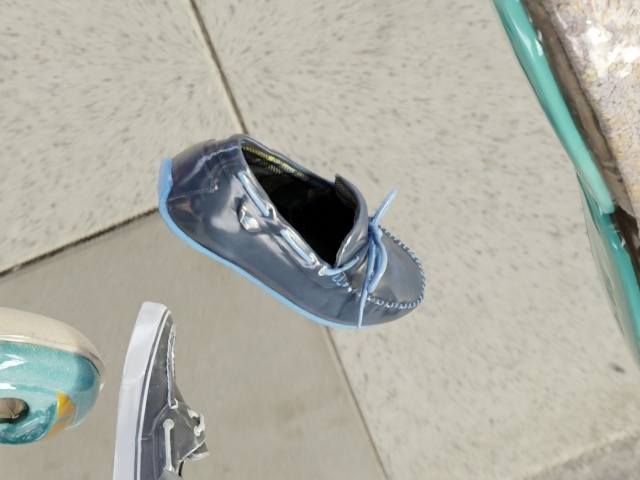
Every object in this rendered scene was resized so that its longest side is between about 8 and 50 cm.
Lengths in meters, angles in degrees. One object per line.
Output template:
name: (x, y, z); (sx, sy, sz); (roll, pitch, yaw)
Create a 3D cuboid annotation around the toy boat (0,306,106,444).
toy boat: (-0.391, 0.201, 1.569); (0.318, 0.267, 0.148); (-32, 61, 23)

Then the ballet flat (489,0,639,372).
ballet flat: (0.134, -0.046, 0.506); (0.106, 0.316, 0.107); (-23, 58, 9)

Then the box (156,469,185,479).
box: (-0.111, 0.253, 0.905); (0.059, 0.232, 0.183); (36, 80, -14)

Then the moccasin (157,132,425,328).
moccasin: (0.000, 0.000, 1.333); (0.117, 0.342, 0.138); (-28, 58, 33)

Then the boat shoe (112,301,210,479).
boat shoe: (-0.172, 0.220, 1.550); (0.102, 0.108, 0.301); (4, 78, 1)
